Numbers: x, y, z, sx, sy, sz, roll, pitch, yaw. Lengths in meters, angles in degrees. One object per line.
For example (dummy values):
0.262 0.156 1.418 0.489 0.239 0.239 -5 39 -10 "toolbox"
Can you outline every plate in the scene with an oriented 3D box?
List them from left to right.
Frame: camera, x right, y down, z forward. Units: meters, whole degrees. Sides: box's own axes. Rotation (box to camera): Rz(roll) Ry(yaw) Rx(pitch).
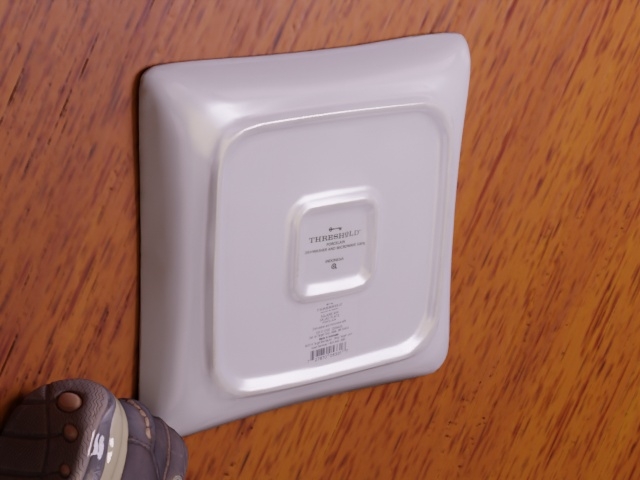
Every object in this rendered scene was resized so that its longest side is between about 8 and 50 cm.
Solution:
0.000 0.000 1.161 0.277 0.045 0.278 -11 114 -34 "plate"

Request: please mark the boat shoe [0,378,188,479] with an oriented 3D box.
-0.182 0.270 1.075 0.130 0.132 0.355 22 95 -39 "boat shoe"
